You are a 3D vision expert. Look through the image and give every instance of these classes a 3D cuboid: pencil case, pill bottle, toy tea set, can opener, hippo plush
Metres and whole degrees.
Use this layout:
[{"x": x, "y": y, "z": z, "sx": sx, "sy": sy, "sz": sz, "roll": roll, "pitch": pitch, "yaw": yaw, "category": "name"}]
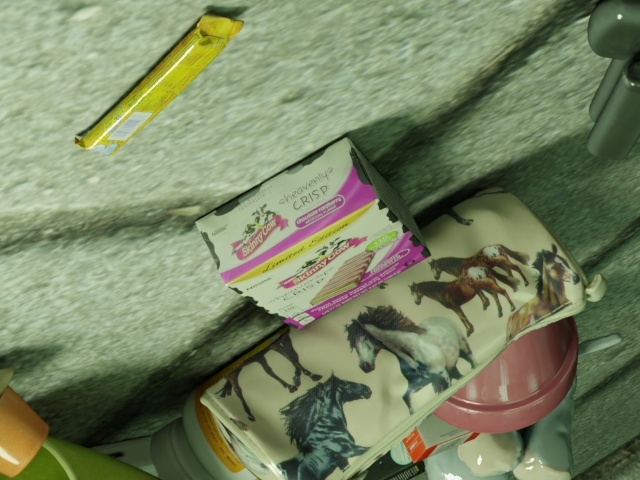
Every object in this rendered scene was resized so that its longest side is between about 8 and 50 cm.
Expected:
[{"x": 0.089, "y": 0.111, "z": 1.730, "sx": 0.410, "sy": 0.183, "sz": 0.160, "roll": -37, "pitch": 166, "yaw": -9, "category": "pencil case"}, {"x": -0.067, "y": 0.197, "z": 1.902, "sx": 0.246, "sy": 0.136, "sz": 0.136, "roll": -34, "pitch": 160, "yaw": 20, "category": "pill bottle"}, {"x": -0.394, "y": 0.237, "z": 1.613, "sx": 0.336, "sy": 0.124, "sz": 0.200, "roll": -49, "pitch": -168, "yaw": 8, "category": "toy tea set"}, {"x": 0.282, "y": -0.164, "z": 1.566, "sx": 0.093, "sy": 0.074, "sz": 0.280, "roll": 8, "pitch": 157, "yaw": 3, "category": "can opener"}, {"x": 0.213, "y": 0.223, "z": 2.266, "sx": 0.236, "sy": 0.234, "sz": 0.294, "roll": -45, "pitch": -164, "yaw": 51, "category": "hippo plush"}]

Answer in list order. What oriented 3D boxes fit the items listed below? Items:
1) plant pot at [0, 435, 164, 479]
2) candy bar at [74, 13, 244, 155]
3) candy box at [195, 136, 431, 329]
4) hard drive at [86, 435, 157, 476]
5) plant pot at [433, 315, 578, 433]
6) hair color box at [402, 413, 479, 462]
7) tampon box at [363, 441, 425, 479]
[{"x": -0.224, "y": 0.345, "z": 1.788, "sx": 0.275, "sy": 0.274, "sz": 0.293, "roll": -38, "pitch": 148, "yaw": 29, "category": "plant pot"}, {"x": -0.118, "y": -0.109, "z": 1.216, "sx": 0.161, "sy": 0.018, "sz": 0.040, "roll": -39, "pitch": 155, "yaw": 32, "category": "candy bar"}, {"x": 0.000, "y": 0.000, "z": 1.579, "sx": 0.159, "sy": 0.071, "sz": 0.233, "roll": -29, "pitch": 161, "yaw": 8, "category": "candy box"}, {"x": -0.333, "y": 0.335, "z": 2.048, "sx": 0.203, "sy": 0.040, "sz": 0.307, "roll": -4, "pitch": 151, "yaw": -49, "category": "hard drive"}, {"x": 0.192, "y": 0.091, "z": 1.926, "sx": 0.201, "sy": 0.201, "sz": 0.180, "roll": -24, "pitch": 145, "yaw": -9, "category": "plant pot"}, {"x": 0.120, "y": 0.171, "z": 2.037, "sx": 0.093, "sy": 0.167, "sz": 0.053, "roll": -18, "pitch": 158, "yaw": -26, "category": "hair color box"}, {"x": 0.047, "y": 0.293, "z": 2.330, "sx": 0.161, "sy": 0.120, "sz": 0.101, "roll": -28, "pitch": 162, "yaw": -1, "category": "tampon box"}]
